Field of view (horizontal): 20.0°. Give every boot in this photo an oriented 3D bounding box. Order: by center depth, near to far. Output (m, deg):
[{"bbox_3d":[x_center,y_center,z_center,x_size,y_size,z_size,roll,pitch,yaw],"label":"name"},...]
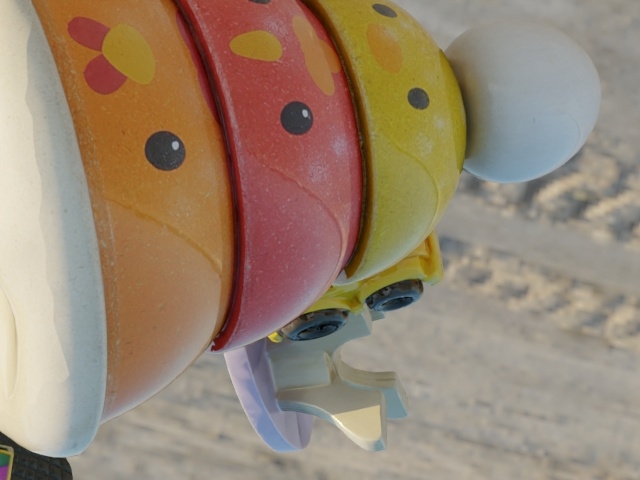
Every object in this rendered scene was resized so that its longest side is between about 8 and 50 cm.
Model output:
[{"bbox_3d":[-0.396,0.250,2.023,0.247,0.083,0.161,16,159,-4],"label":"boot"}]

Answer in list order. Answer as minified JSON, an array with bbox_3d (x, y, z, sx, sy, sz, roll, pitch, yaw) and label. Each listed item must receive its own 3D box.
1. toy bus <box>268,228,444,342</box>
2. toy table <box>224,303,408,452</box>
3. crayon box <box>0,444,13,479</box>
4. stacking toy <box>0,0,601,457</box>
[{"bbox_3d":[0.000,0.000,1.942,0.220,0.149,0.211,-19,160,11],"label":"toy bus"},{"bbox_3d":[-0.001,0.145,2.171,0.161,0.252,0.274,-10,153,13],"label":"toy table"},{"bbox_3d":[-0.456,0.207,1.446,0.363,0.106,0.313,13,157,-17],"label":"crayon box"},{"bbox_3d":[-0.026,-0.076,1.230,0.480,0.350,0.350,-14,179,-22],"label":"stacking toy"}]
